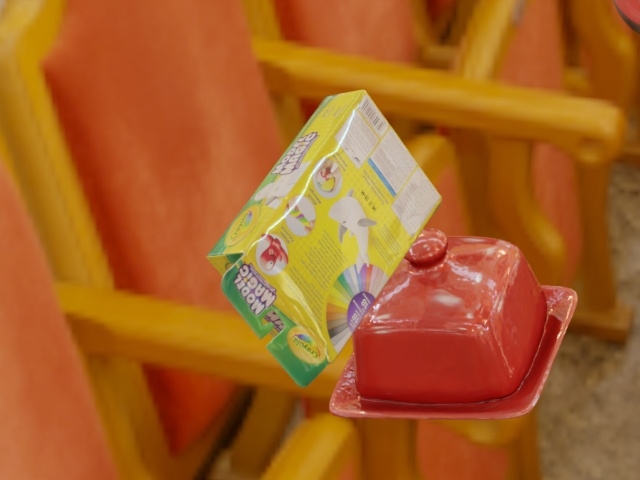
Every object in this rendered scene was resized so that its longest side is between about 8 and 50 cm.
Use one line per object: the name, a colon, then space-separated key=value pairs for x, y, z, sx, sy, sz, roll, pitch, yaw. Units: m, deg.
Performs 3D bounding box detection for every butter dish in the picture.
butter dish: x=0.087 y=0.045 z=1.403 sx=0.160 sy=0.118 sz=0.160 roll=-2 pitch=33 yaw=25

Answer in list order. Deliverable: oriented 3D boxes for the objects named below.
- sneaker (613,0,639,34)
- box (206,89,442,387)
sneaker: x=0.274 y=-0.152 z=0.912 sx=0.276 sy=0.135 sz=0.098 roll=5 pitch=45 yaw=14
box: x=0.000 y=0.000 z=1.267 sx=0.043 sy=0.105 sz=0.179 roll=-7 pitch=39 yaw=46
